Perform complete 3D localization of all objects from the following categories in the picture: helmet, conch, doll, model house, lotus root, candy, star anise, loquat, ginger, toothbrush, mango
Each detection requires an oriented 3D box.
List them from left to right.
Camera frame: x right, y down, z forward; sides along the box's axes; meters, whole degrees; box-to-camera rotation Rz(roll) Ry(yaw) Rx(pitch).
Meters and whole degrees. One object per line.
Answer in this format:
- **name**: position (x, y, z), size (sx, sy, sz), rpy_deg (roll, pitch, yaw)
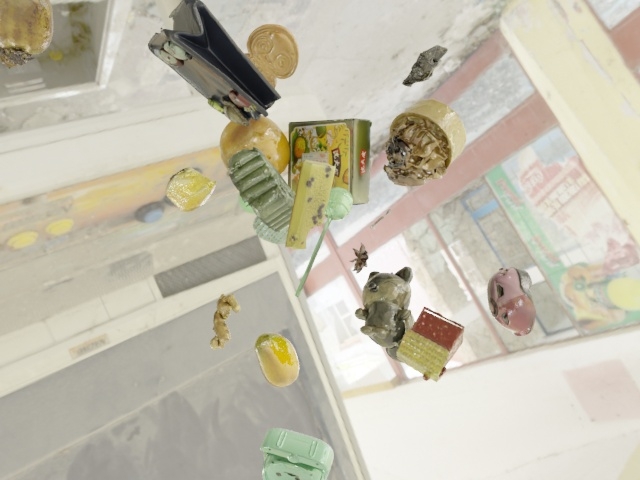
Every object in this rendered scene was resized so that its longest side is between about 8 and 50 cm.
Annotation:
- **lotus root**: position (-0.857, -0.640, 1.315), size (0.169, 0.141, 0.314), rpy_deg (4, 147, -36)
- **ginger**: position (-0.360, 0.294, 1.728), size (0.193, 0.176, 0.052), rpy_deg (-44, 138, 17)
- **loquat**: position (-0.308, -0.391, 2.102), size (0.328, 0.328, 0.359), rpy_deg (-43, -158, 58)
- **mango**: position (-0.163, 0.444, 1.722), size (0.119, 0.176, 0.317), rpy_deg (-5, 138, 22)
- **conch**: position (-0.175, -0.086, 1.873), size (0.172, 0.200, 0.131), rpy_deg (-22, 144, -47)
- **candy**: position (0.000, 0.000, 1.668), size (0.119, 0.119, 0.439), rpy_deg (118, -4, -74)
- **star anise**: position (0.176, 0.084, 2.033), size (0.042, 0.141, 0.141), rpy_deg (15, 148, -27)
- **toothbrush**: position (0.263, -0.095, 2.002), size (0.194, 0.014, 0.017), rpy_deg (-39, 157, -47)
- **doll**: position (0.296, 0.314, 2.005), size (0.252, 0.382, 0.378), rpy_deg (1, 140, 21)
- **model house**: position (0.426, 0.420, 1.822), size (0.254, 0.196, 0.160), rpy_deg (-47, 150, -30)
- **helmet**: position (0.711, 0.225, 1.759), size (0.154, 0.253, 0.198), rpy_deg (14, 168, -3)

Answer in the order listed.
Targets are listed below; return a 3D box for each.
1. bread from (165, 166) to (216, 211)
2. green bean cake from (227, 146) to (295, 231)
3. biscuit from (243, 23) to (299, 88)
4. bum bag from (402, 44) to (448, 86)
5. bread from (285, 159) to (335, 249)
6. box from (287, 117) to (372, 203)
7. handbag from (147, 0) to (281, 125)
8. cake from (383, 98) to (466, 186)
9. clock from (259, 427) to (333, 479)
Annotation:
- **bread**: position (-0.562, -0.223, 2.001), size (0.197, 0.170, 0.197), rpy_deg (-47, -170, 11)
- **green bean cake**: position (-0.165, -0.157, 1.363), size (0.125, 0.227, 0.222), rpy_deg (-36, 161, 5)
- **biscuit**: position (-0.203, -0.658, 1.699), size (0.289, 0.202, 0.044), rpy_deg (-34, -152, 31)
- **bum bag**: position (0.397, -0.660, 1.754), size (0.102, 0.069, 0.248), rpy_deg (-27, 177, -14)
- **bread**: position (-0.026, -0.085, 1.156), size (0.088, 0.049, 0.226), rpy_deg (-2, 110, -43)
- **box**: position (0.031, -0.364, 2.138), size (0.420, 0.372, 0.138), rpy_deg (10, -167, 41)
- **handbag**: position (-0.274, -0.434, 1.193), size (0.122, 0.329, 0.303), rpy_deg (-51, -151, -7)
- **cake**: position (0.413, -0.397, 1.980), size (0.321, 0.332, 0.332), rpy_deg (-45, 179, -26)
- **clock**: position (-0.058, 0.523, 1.041), size (0.066, 0.159, 0.210), rpy_deg (-61, 159, -58)
